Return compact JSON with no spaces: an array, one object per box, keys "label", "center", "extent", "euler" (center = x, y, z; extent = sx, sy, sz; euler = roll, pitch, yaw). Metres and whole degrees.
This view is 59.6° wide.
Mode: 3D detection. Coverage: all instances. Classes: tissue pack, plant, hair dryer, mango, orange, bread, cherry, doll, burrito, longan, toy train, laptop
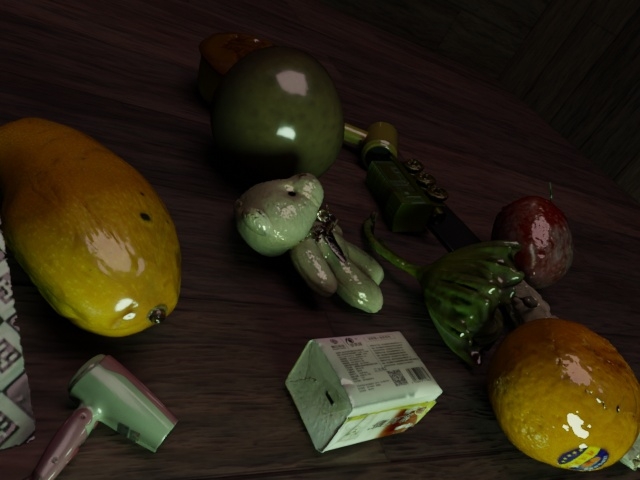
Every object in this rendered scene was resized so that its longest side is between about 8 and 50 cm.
[{"label":"tissue pack","center":[0.051,0.181,0.687],"extent":[0.149,0.099,0.106],"euler":[3,38,-38]},{"label":"plant","center":[0.194,0.084,0.996],"extent":[0.334,0.180,0.251],"euler":[9,28,29]},{"label":"hair dryer","center":[0.057,-0.260,1.363],"extent":[0.279,0.090,0.135],"euler":[21,34,-5]},{"label":"mango","center":[-0.278,-0.029,0.664],"extent":[0.187,0.144,0.359],"euler":[2,38,-44]},{"label":"orange","center":[0.345,0.219,0.803],"extent":[0.220,0.193,0.219],"euler":[15,49,-18]},{"label":"bread","center":[-0.141,-0.361,1.239],"extent":[0.270,0.148,0.269],"euler":[14,36,-10]},{"label":"cherry","center":[0.458,0.012,1.213],"extent":[0.175,0.192,0.249],"euler":[2,32,20]},{"label":"hair dryer","center":[-0.217,0.186,0.512],"extent":[0.106,0.054,0.154],"euler":[40,41,6]},{"label":"doll","center":[0.000,-0.003,0.889],"extent":[0.278,0.149,0.175],"euler":[36,-4,-16]},{"label":"burrito","center":[0.445,0.220,1.002],"extent":[0.117,0.076,0.392],"euler":[31,24,-43]},{"label":"longan","center":[-0.072,-0.225,1.027],"extent":[0.258,0.258,0.258],"euler":[22,32,-15]},{"label":"toy train","center":[0.184,-0.108,1.231],"extent":[0.137,0.090,0.225],"euler":[-2,37,-21]},{"label":"laptop","center":[0.292,-0.033,1.294],"extent":[0.135,0.016,0.197],"euler":[1,41,-38]}]

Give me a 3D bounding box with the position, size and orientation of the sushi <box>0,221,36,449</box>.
[{"label":"sushi","center":[-0.356,0.074,0.447],"extent":[0.220,0.047,0.231],"euler":[-4,71,-44]}]
